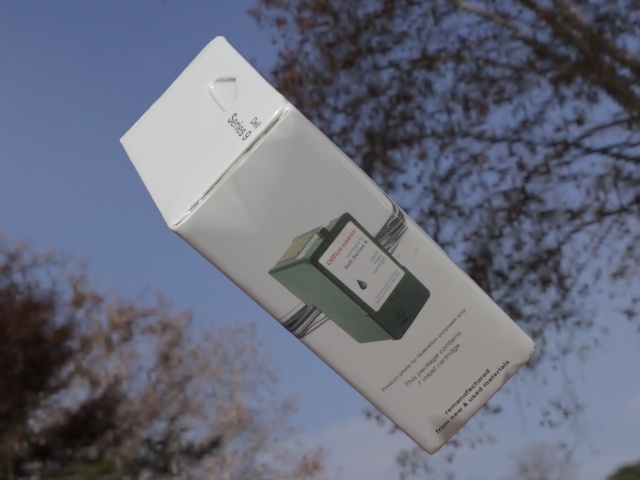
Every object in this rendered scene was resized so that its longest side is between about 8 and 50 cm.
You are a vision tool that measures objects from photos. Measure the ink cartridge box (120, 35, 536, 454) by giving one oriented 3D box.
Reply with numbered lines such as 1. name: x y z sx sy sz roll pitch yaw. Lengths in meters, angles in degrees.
1. ink cartridge box: 0.000 0.000 1.046 0.121 0.211 0.289 -46 -63 2
